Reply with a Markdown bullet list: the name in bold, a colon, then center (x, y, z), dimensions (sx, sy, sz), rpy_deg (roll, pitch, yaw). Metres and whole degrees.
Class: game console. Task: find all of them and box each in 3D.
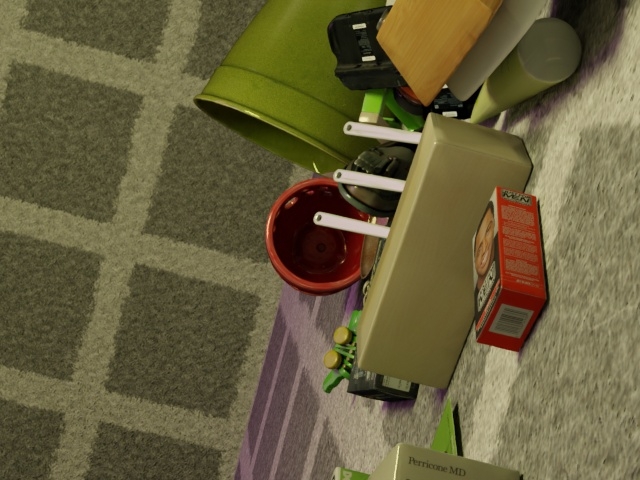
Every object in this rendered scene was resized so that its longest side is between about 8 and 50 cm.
- **game console**: center (0.101, -0.256, 1.421), dimensions (0.361, 0.043, 0.213), rpy_deg (11, 113, 63)

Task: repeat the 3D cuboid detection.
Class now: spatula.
- **spatula**: center (0.095, -0.067, 1.350), dimensions (0.242, 0.019, 0.168), rpy_deg (14, 86, 48)

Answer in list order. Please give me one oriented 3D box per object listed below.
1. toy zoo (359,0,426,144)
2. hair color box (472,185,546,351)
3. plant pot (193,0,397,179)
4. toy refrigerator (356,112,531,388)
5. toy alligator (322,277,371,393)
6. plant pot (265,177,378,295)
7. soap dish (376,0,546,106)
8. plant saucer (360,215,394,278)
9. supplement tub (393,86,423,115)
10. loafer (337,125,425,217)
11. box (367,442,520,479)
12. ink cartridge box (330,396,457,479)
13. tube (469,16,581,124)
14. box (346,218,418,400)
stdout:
- **toy zoo**: center (0.133, -0.275, 1.666), dimensions (0.192, 0.030, 0.293), rpy_deg (36, -115, -62)
- **hair color box**: center (0.168, 0.024, 1.032), dimensions (0.141, 0.043, 0.072), rpy_deg (-82, 8, -50)
- **plant pot**: center (0.014, -0.325, 2.058), dimensions (0.353, 0.366, 0.366), rpy_deg (-64, 6, -3)
- **toy refrigerator**: center (0.123, 0.012, 1.200), dimensions (0.094, 0.102, 0.270), rpy_deg (-88, 13, -64)
- **toy alligator**: center (0.058, 0.149, 1.744), dimensions (0.051, 0.056, 0.190), rpy_deg (17, 80, 44)
- **plant pot**: center (0.000, 0.000, 1.949), dimensions (0.174, 0.191, 0.191), rpy_deg (112, 171, -82)
- **soap dish**: center (0.171, -0.291, 1.073), dimensions (0.291, 0.118, 0.229), rpy_deg (-60, 2, -15)
- **plant saucer**: center (0.105, -0.033, 1.774), dimensions (0.198, 0.036, 0.199), rpy_deg (-166, 90, -83)
- **supplement tub**: center (0.154, -0.247, 1.499), dimensions (0.198, 0.106, 0.106), rpy_deg (115, 168, -58)
- **loafer**: center (0.097, -0.103, 1.519), dimensions (0.084, 0.096, 0.267), rpy_deg (-58, -8, 22)
- **box**: center (0.081, 0.305, 0.872), dimensions (0.094, 0.113, 0.275), rpy_deg (115, 167, -56)
- **ink cartridge box**: center (0.057, 0.299, 1.154), dimensions (0.189, 0.097, 0.255), rpy_deg (-86, 11, -59)
- **tube**: center (0.196, -0.168, 1.154), dimensions (0.240, 0.070, 0.062), rpy_deg (160, 93, -86)
- **box**: center (0.097, 0.086, 1.457), dimensions (0.183, 0.059, 0.233), rpy_deg (137, 147, -77)
